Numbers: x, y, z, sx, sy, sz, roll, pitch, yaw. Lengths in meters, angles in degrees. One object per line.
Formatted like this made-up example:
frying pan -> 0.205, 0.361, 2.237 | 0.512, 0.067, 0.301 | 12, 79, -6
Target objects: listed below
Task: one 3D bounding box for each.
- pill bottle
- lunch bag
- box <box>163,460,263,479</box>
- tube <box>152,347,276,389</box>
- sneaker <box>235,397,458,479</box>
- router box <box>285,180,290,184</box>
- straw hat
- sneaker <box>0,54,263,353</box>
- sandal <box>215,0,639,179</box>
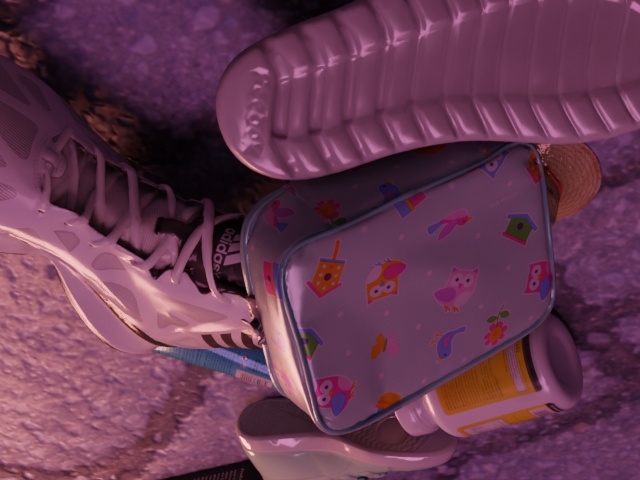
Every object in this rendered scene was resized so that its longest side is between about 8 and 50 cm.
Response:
pill bottle -> 0.169, 0.144, 1.755 | 0.184, 0.103, 0.103 | -19, 133, 28
lunch bag -> 0.066, 0.032, 1.467 | 0.279, 0.108, 0.224 | -25, 125, -20
box -> -0.116, 0.361, 2.050 | 0.207, 0.108, 0.153 | -16, 134, 25
tube -> -0.130, 0.108, 1.809 | 0.207, 0.052, 0.080 | 16, 134, -2
sneaker -> 0.045, 0.246, 1.898 | 0.256, 0.094, 0.151 | 0, 134, 24
router box -> 0.000, 0.000, 1.664 | 0.122, 0.038, 0.092 | 22, 138, -16
straw hat -> 0.187, -0.040, 1.570 | 0.145, 0.061, 0.144 | 5, 139, 4
sneaker -> -0.160, -0.037, 1.513 | 0.258, 0.169, 0.447 | 1, 151, 33
sandal -> 0.118, -0.157, 1.406 | 0.416, 0.102, 0.169 | -9, 102, 0
